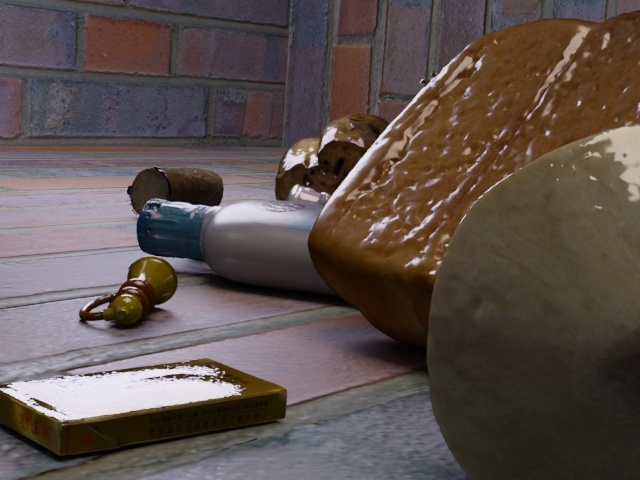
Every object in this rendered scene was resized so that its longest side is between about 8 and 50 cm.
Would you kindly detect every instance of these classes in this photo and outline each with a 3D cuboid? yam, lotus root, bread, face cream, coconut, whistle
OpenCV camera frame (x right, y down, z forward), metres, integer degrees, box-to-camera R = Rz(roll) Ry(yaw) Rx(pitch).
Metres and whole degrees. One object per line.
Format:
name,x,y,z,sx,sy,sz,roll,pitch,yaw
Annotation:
yam,-0.211,-0.069,1.705,0.084,0.084,0.127,9,5,35
lotus root,0.039,-0.091,1.611,0.193,0.193,0.291,5,7,10
bread,0.181,-0.035,0.929,0.328,0.148,0.337,6,49,50
face cream,-0.031,0.004,1.190,0.337,0.080,0.163,8,15,23
coconut,0.151,0.045,0.549,0.202,0.202,0.222,5,4,7
whistle,-0.165,0.045,0.979,0.057,0.046,0.109,19,15,6

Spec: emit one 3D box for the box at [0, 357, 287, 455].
box,-0.106,0.096,0.682,0.156,0.022,0.089,-3,9,-43

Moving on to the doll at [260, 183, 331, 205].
doll,0.023,-0.020,1.422,0.207,0.081,0.129,8,-24,3
